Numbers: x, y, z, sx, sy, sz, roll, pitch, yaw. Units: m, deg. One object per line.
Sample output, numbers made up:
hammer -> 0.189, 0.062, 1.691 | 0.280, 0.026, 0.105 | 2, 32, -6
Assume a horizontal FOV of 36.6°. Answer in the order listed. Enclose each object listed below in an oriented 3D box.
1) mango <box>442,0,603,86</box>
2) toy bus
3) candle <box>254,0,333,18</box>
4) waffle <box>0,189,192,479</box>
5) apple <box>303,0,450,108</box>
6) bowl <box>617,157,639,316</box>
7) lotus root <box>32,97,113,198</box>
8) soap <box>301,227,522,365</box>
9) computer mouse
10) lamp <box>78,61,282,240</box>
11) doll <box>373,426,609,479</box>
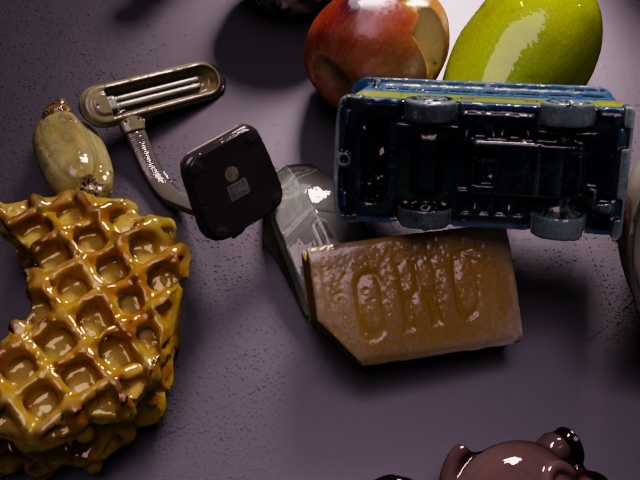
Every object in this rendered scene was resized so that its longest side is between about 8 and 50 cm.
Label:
mango -> 0.253, -0.219, 1.243 | 0.175, 0.143, 0.293 | 31, 76, 2
toy bus -> 0.177, -0.096, 1.083 | 0.312, 0.190, 0.152 | 3, 106, 7
candle -> 0.008, -0.476, 1.357 | 0.187, 0.187, 0.330 | 20, 61, 11
waffle -> -0.285, 0.098, 1.071 | 0.261, 0.151, 0.324 | 8, 63, 8
apple -> 0.078, -0.250, 1.237 | 0.199, 0.199, 0.199 | 0, 62, 0
bowl -> 0.452, -0.034, 1.095 | 0.337, 0.337, 0.157 | -22, 23, -11
lotus root -> -0.313, -0.107, 1.209 | 0.077, 0.090, 0.183 | -40, 50, 9
soap -> 0.102, 0.063, 1.093 | 0.232, 0.073, 0.140 | -7, 83, -10
computer mouse -> 0.002, -0.002, 1.161 | 0.126, 0.071, 0.231 | -20, 64, -10
lamp -> -0.142, -0.125, 1.207 | 0.203, 0.125, 0.283 | -32, 43, -26
doll -> 0.168, 0.285, 0.979 | 0.257, 0.117, 0.182 | -28, 63, -14
